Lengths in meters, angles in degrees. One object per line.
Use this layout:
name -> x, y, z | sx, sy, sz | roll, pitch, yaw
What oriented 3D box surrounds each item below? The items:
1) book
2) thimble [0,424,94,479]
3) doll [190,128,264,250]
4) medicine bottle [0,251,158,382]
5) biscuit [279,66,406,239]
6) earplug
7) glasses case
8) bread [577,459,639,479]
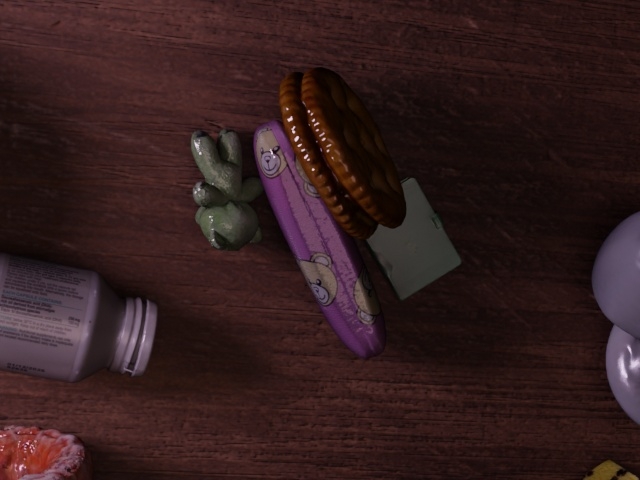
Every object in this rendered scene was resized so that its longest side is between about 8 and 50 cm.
book -> 0.112, -0.004, 1.484 | 0.103, 0.017, 0.135 | -32, 104, -4
thimble -> -0.362, 0.323, 1.307 | 0.239, 0.239, 0.162 | -6, 102, -12
doll -> -0.120, -0.060, 1.401 | 0.115, 0.077, 0.150 | -8, 90, -50
medicine bottle -> -0.304, 0.095, 1.340 | 0.215, 0.135, 0.135 | 12, 96, -15
biscuit -> 0.028, -0.105, 1.349 | 0.066, 0.220, 0.220 | -26, 105, 16
earplug -> 0.470, 0.108, 1.504 | 0.214, 0.175, 0.325 | -21, 103, -7
glasses case -> 0.000, 0.000, 1.403 | 0.076, 0.123, 0.316 | -26, 104, -3
bread -> 0.332, 0.386, 1.563 | 0.226, 0.088, 0.049 | -33, 106, -8
